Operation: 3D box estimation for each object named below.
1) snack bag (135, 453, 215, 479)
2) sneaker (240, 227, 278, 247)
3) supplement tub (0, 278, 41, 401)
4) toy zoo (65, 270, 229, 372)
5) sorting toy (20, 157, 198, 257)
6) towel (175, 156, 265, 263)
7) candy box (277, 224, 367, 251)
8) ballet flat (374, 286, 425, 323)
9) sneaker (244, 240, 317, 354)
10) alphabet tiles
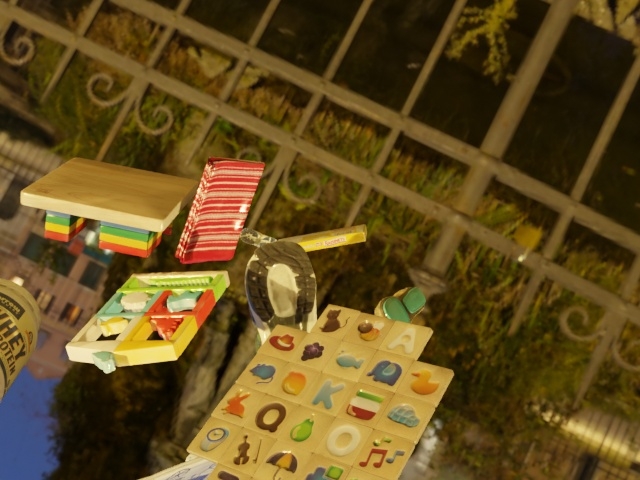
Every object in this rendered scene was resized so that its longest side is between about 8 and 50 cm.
[{"bbox_3d":[-0.336,0.564,1.937,0.037,0.342,0.323,64,152,19],"label":"snack bag"},{"bbox_3d":[-0.163,0.001,2.280,0.135,0.052,0.058,31,-176,-11],"label":"sneaker"},{"bbox_3d":[-0.787,0.243,1.837,0.235,0.235,0.325,28,-160,-11],"label":"supplement tub"},{"bbox_3d":[-0.290,0.133,1.351,0.192,0.030,0.293,-3,-155,16],"label":"toy zoo"},{"bbox_3d":[-0.390,-0.062,1.526,0.257,0.089,0.255,11,-159,2],"label":"sorting toy"},{"bbox_3d":[-0.244,-0.071,1.998,0.031,0.275,0.199,31,-161,31],"label":"towel"},{"bbox_3d":[0.000,0.000,1.798,0.205,0.027,0.105,-10,-173,7],"label":"candy box"},{"bbox_3d":[0.237,0.234,2.584,0.123,0.123,0.348,24,-162,19],"label":"ballet flat"},{"bbox_3d":[-0.066,0.209,1.571,0.158,0.411,0.182,-3,177,-9],"label":"sneaker"},{"bbox_3d":[-0.003,0.220,1.036,0.285,0.342,0.011,9,137,34],"label":"alphabet tiles"}]
